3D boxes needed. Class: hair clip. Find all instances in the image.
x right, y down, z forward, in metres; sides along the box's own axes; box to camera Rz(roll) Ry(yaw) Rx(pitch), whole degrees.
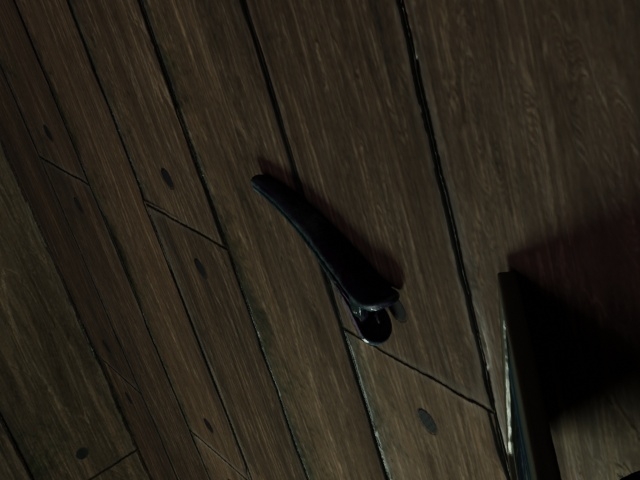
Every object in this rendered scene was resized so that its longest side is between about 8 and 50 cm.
[{"bbox_3d":[0.000,0.000,1.224,0.275,0.048,0.083,51,157,30],"label":"hair clip"}]

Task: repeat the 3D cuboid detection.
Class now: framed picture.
[{"bbox_3d":[0.178,0.204,0.871,0.315,0.024,0.231,-87,-11,-60],"label":"framed picture"}]

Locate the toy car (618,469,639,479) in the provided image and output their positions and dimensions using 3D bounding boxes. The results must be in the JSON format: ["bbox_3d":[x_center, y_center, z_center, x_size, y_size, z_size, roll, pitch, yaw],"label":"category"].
[{"bbox_3d":[0.272,0.275,0.835,0.158,0.172,0.235,-104,2,-61],"label":"toy car"}]
